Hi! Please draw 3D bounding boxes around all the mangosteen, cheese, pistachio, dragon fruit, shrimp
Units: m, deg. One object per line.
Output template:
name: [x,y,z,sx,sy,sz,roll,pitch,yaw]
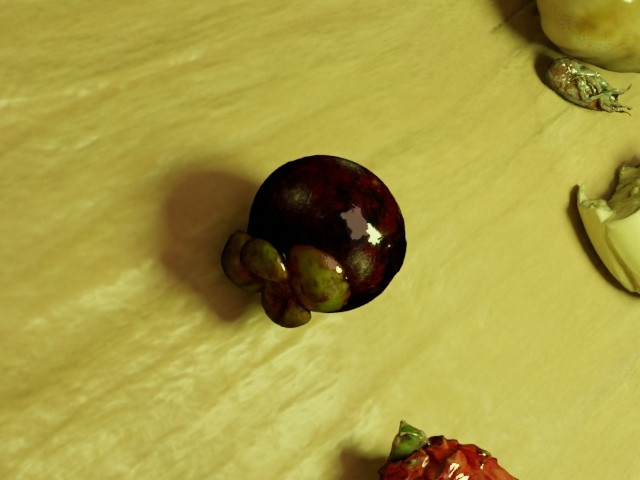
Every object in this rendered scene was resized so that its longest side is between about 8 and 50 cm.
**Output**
mangosteen: [0.000,0.000,1.078,0.210,0.210,0.209,12,67,-31]
cheese: [0.550,-0.034,1.511,0.266,0.127,0.233,-36,92,-40]
pistachio: [0.526,-0.414,1.515,0.446,0.281,0.365,-14,48,-45]
dragon fruit: [0.155,0.319,1.088,0.210,0.172,0.172,33,57,-4]
shrimp: [0.460,-0.257,1.557,0.190,0.073,0.074,27,47,-19]
